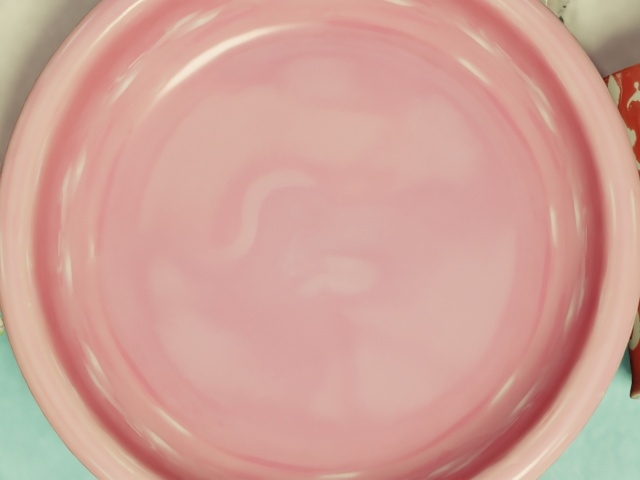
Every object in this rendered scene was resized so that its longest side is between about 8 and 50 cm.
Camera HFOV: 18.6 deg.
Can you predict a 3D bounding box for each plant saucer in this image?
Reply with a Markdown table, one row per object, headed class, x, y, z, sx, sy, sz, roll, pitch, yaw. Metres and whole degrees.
| class | x | y | z | sx | sy | sz | roll | pitch | yaw |
| --- | --- | --- | --- | --- | --- | --- | --- | --- | --- |
| plant saucer | 0.000 | 0.000 | 1.020 | 0.332 | 0.084 | 0.332 | 0 | 84 | 4 |

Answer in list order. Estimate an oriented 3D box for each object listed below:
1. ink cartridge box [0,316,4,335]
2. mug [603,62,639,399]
| class | x | y | z | sx | sy | sz | roll | pitch | yaw |
| --- | --- | --- | --- | --- | --- | --- | --- | --- | --- |
| ink cartridge box | -0.329 | 0.032 | 0.959 | 0.273 | 0.115 | 0.198 | -30 | 92 | 11 |
| mug | 0.214 | -0.008 | 1.044 | 0.113 | 0.150 | 0.169 | -16 | 79 | 33 |
